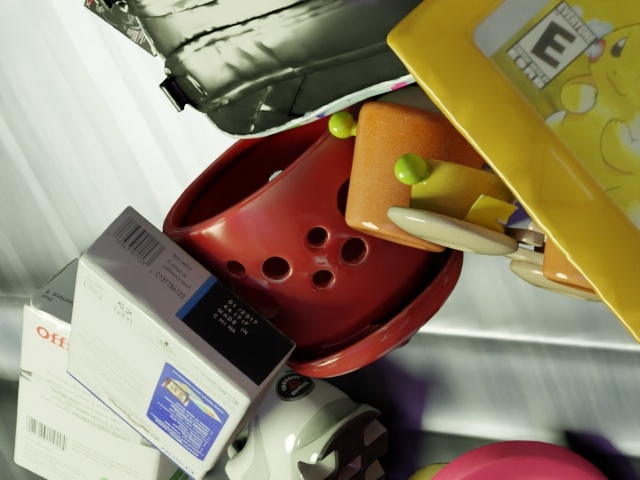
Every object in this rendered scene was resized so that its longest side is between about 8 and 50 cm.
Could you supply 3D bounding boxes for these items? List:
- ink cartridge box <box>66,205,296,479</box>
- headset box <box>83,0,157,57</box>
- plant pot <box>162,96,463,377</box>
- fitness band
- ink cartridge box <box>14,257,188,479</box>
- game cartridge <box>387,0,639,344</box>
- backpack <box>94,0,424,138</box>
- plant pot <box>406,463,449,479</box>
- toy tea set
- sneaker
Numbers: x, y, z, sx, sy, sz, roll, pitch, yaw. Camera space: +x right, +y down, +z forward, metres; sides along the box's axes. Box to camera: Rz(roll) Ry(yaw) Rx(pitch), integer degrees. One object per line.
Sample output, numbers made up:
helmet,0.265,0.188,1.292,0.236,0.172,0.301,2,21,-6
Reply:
ink cartridge box,-0.123,0.095,1.291,0.165,0.065,0.332,39,158,3
headset box,-0.143,-0.194,1.287,0.083,0.032,0.062,35,134,5
plant pot,0.000,0.000,1.230,0.191,0.191,0.174,-21,111,40
fitness band,0.156,0.310,1.349,0.209,0.054,0.290,14,101,-5
ink cartridge box,-0.200,0.147,1.522,0.160,0.092,0.219,25,130,14
game cartridge,0.242,-0.120,0.909,0.324,0.053,0.285,-43,76,15
backpack,-0.003,-0.205,1.084,0.253,0.191,0.225,-12,119,45
plant pot,0.112,0.281,1.423,0.134,0.095,0.134,17,129,22
toy tea set,0.171,-0.031,1.107,0.336,0.124,0.200,17,177,-27
sneaker,-0.018,0.242,1.480,0.146,0.122,0.330,32,137,33
